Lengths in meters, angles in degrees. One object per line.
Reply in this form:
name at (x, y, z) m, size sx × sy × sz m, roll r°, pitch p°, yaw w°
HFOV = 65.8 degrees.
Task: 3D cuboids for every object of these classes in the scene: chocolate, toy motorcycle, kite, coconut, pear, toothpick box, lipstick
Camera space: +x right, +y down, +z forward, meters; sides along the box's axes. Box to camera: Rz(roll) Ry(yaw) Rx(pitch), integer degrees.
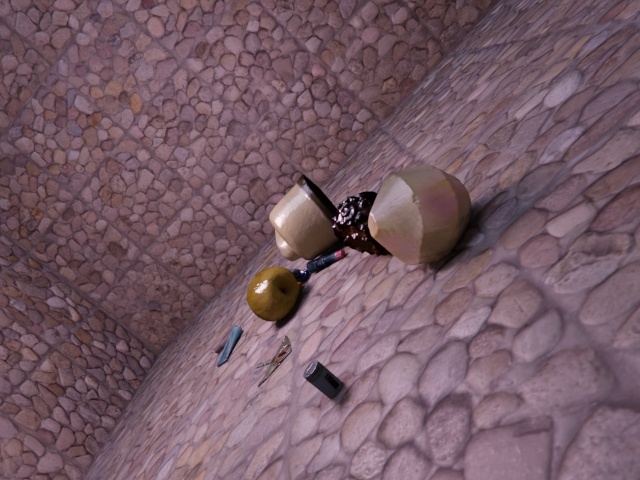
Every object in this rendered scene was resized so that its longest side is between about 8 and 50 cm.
chocolate at (0.150, -0.017, 1.592) m, size 0.206 × 0.224 × 0.177 m, roll -42°, pitch 36°, yaw 25°
toy motorcycle at (-0.164, 0.192, 2.177) m, size 0.254 × 0.092 × 0.135 m, roll -34°, pitch -27°, yaw 26°
chocolate at (-0.072, -0.075, 2.129) m, size 0.297 × 0.314 × 0.326 m, roll -38°, pitch 15°, yaw 11°
kite at (-0.170, 0.415, 1.715) m, size 0.250 × 0.012 × 0.229 m, roll -37°, pitch 15°, yaw 47°
coconut at (0.242, -0.063, 1.262) m, size 0.259 × 0.259 × 0.259 m, roll -45°, pitch 12°, yaw 12°
pear at (-0.197, 0.219, 1.991) m, size 0.211 × 0.188 × 0.229 m, roll -29°, pitch 35°, yaw 45°
toothpick box at (0.006, 0.329, 1.175) m, size 0.052 × 0.083 × 0.052 m, roll -45°, pitch 12°, yaw 13°
lipstick at (0.025, 0.077, 2.006) m, size 0.234 × 0.053 × 0.054 m, roll -30°, pitch 21°, yaw 52°

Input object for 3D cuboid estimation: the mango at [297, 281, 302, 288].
mango at (-0.111, 0.205, 2.093) m, size 0.089 × 0.046 × 0.060 m, roll -41°, pitch 10°, yaw 18°

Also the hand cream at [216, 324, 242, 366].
hand cream at (-0.424, 0.489, 2.326) m, size 0.083 × 0.048 × 0.224 m, roll -35°, pitch 22°, yaw 39°

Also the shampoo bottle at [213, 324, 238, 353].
shampoo bottle at (-0.466, 0.493, 2.453) m, size 0.165 × 0.040 × 0.080 m, roll -47°, pitch 13°, yaw 7°
